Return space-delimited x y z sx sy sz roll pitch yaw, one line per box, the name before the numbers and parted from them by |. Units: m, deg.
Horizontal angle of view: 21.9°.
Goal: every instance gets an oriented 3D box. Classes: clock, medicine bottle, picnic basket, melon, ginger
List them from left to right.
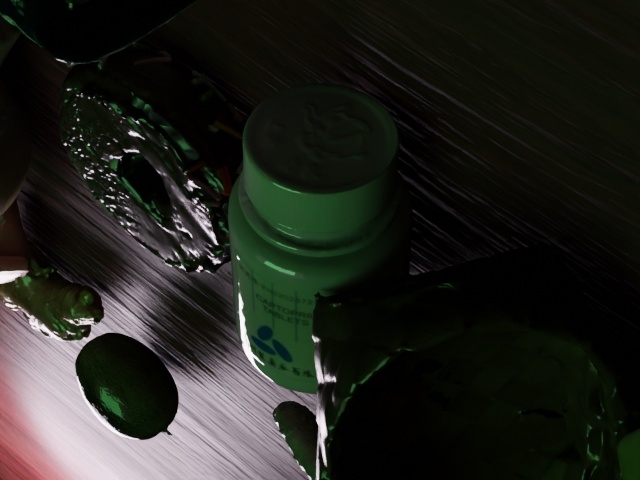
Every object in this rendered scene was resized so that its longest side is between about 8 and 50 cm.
clock | -0.443 -0.023 2.190 0.166 0.093 0.162 -20 76 55
ginger | -0.367 0.082 2.264 0.213 0.074 0.137 25 142 27
melon | -0.255 0.198 2.198 0.167 0.114 0.114 50 153 0
medicine bottle | 0.000 0.000 1.523 0.170 0.170 0.293 34 149 25
picnic basket | 0.140 0.210 1.395 0.337 0.293 0.337 -13 -90 -85

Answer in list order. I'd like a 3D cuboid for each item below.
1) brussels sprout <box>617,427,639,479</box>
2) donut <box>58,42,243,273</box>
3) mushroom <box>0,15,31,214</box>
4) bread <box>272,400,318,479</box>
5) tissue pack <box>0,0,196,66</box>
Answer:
brussels sprout | 0.375 0.251 1.195 0.354 0.281 0.289 51 153 17
donut | -0.162 -0.087 1.718 0.270 0.103 0.269 35 152 22
mushroom | -0.455 -0.162 1.894 0.314 0.314 0.336 47 131 2
bread | 0.038 0.285 1.870 0.267 0.040 0.267 52 -179 -1
tissue pack | -0.176 -0.371 1.206 0.264 0.253 0.416 42 152 15
